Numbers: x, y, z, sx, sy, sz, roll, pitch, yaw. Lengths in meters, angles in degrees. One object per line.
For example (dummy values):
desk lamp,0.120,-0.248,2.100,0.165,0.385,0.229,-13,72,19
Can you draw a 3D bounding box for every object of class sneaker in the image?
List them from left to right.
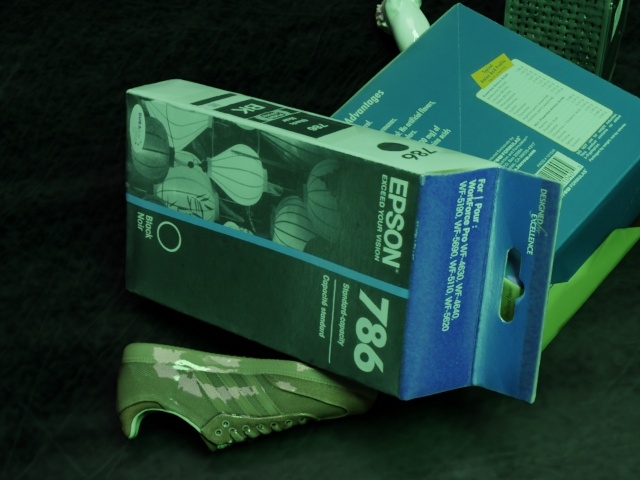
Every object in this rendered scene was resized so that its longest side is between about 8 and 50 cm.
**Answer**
sneaker,-0.054,0.120,0.960,0.188,0.066,0.071,7,80,6

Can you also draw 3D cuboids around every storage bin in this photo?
storage bin,0.206,-0.190,1.093,0.084,0.180,0.122,16,55,14

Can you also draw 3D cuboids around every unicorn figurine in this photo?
unicorn figurine,0.083,-0.194,1.165,0.060,0.111,0.162,1,65,-18

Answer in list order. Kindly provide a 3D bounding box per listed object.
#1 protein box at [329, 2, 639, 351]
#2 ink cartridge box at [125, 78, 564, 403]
protein box,0.123,-0.039,1.011,0.201,0.136,0.200,33,62,25
ink cartridge box,0.000,0.000,0.926,0.332,0.165,0.065,16,24,32
